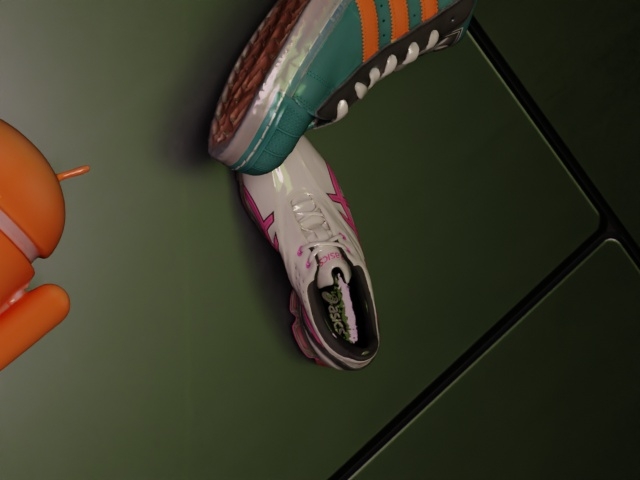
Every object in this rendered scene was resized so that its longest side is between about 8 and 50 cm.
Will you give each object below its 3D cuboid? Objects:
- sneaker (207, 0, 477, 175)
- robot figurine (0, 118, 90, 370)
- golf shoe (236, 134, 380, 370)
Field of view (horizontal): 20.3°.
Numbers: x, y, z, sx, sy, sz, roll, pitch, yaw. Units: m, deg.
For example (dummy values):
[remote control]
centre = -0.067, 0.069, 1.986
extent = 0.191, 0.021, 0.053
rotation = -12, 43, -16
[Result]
[sneaker]
centre = 0.040, -0.151, 1.220
extent = 0.121, 0.108, 0.302
rotation = 38, 69, -16
[robot figurine]
centre = -0.247, 0.007, 1.121
extent = 0.219, 0.158, 0.128
rotation = -50, 140, -12
[golf shoe]
centre = 0.000, 0.000, 1.234
extent = 0.067, 0.086, 0.186
rotation = -23, 96, -17
